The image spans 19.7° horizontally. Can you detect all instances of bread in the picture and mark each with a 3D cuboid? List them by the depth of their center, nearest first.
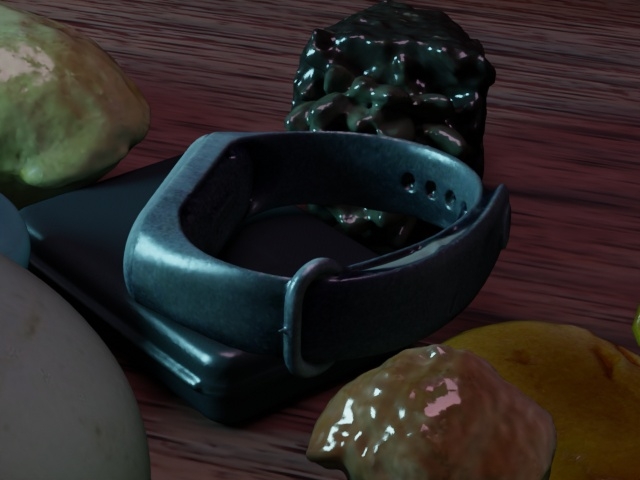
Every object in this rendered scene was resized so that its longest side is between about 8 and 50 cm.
[{"bbox_3d":[0.140,0.123,0.865,0.136,0.107,0.241,-19,34,-35],"label":"bread"}]

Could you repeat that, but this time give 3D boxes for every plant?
[{"bbox_3d":[0.048,-0.080,1.210,0.132,0.129,0.194,5,26,8],"label":"plant"}]

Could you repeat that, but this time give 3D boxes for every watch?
[{"bbox_3d":[0.000,0.000,1.027,0.193,0.068,0.206,8,28,14],"label":"watch"}]

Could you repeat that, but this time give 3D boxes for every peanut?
[{"bbox_3d":[-0.268,-0.107,1.241,0.340,0.158,0.174,34,13,39],"label":"peanut"}]

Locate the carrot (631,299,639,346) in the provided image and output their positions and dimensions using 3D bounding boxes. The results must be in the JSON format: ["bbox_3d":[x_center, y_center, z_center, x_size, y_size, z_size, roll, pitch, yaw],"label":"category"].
[{"bbox_3d":[0.232,0.031,0.998,0.070,0.070,0.260,14,9,24],"label":"carrot"}]

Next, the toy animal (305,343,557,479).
[{"bbox_3d":[0.024,0.142,0.746,0.184,0.185,0.104,-24,38,-36],"label":"toy animal"}]

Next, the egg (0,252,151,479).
[{"bbox_3d":[-0.246,0.091,0.795,0.371,0.230,0.230,5,28,25],"label":"egg"}]

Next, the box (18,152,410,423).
[{"bbox_3d":[-0.067,0.021,1.105,0.160,0.050,0.230,-21,35,-33],"label":"box"}]

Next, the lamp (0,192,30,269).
[{"bbox_3d":[-0.307,0.006,1.030,0.284,0.147,0.209,-9,31,1],"label":"lamp"}]
